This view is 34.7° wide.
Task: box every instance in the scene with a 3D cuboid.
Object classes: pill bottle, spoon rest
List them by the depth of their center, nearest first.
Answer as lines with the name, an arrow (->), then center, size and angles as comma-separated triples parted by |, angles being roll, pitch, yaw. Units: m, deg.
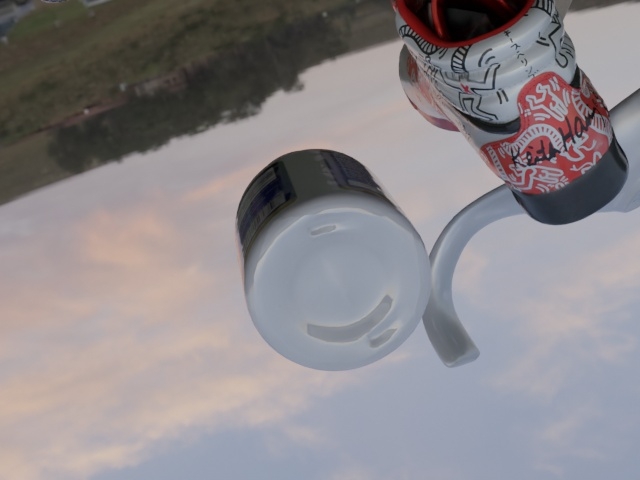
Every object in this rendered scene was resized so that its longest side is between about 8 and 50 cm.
pill bottle -> 0.000, 0.000, 0.676 | 0.112, 0.112, 0.186 | -18, -161, -1
spoon rest -> 0.168, -0.028, 0.728 | 0.276, 0.084, 0.137 | -47, 160, 20

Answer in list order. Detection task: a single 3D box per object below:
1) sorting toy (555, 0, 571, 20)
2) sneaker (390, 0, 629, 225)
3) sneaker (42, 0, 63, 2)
sorting toy -> 0.185, -0.304, 0.874 | 0.038, 0.193, 0.208 | 23, -97, 46
sneaker -> 0.093, -0.129, 0.648 | 0.090, 0.145, 0.270 | -33, -148, 4
sneaker -> -0.263, -0.400, 1.387 | 0.275, 0.110, 0.107 | -21, -162, -29
